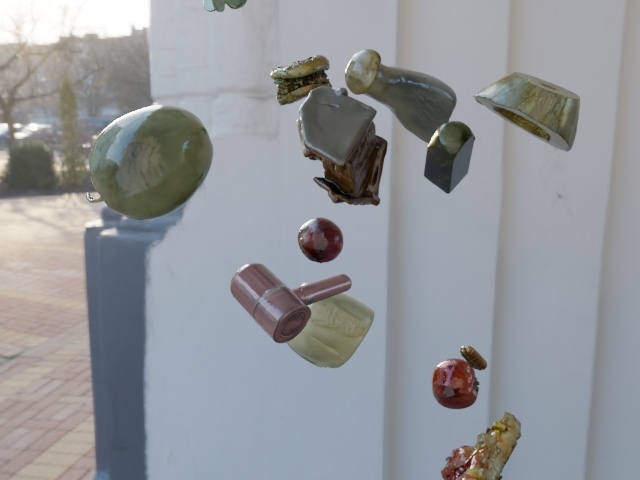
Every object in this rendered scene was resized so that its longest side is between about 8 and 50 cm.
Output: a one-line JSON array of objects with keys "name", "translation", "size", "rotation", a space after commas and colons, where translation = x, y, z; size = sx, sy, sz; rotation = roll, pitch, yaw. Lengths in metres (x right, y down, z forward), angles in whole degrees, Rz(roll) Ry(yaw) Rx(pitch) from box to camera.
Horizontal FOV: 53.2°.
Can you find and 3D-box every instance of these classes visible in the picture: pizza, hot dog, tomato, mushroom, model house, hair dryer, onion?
[{"name": "pizza", "translation": [0.348, 0.603, 1.574], "size": [0.130, 0.439, 0.406], "rotation": [35, -4, 18]}, {"name": "hot dog", "translation": [0.418, 0.325, 1.751], "size": [0.049, 0.037, 0.122], "rotation": [-9, -40, 43]}, {"name": "tomato", "translation": [0.388, 0.433, 1.864], "size": [0.139, 0.159, 0.091], "rotation": [-1, 19, 26]}, {"name": "mushroom", "translation": [0.203, -0.360, 1.591], "size": [0.329, 0.159, 0.122], "rotation": [14, -15, -37]}, {"name": "model house", "translation": [0.044, -0.194, 1.449], "size": [0.200, 0.229, 0.219], "rotation": [25, 59, 30]}, {"name": "hair dryer", "translation": [-0.055, 0.141, 1.773], "size": [0.353, 0.125, 0.210], "rotation": [-14, 43, -42]}, {"name": "onion", "translation": [0.000, 0.000, 1.758], "size": [0.131, 0.131, 0.131], "rotation": [1, 10, 0]}]

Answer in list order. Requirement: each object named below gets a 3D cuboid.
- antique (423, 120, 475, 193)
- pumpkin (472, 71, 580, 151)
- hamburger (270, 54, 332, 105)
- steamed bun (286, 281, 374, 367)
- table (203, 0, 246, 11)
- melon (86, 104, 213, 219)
[{"name": "antique", "translation": [0.298, -0.198, 1.477], "size": [0.080, 0.081, 0.221], "rotation": [39, -11, 18]}, {"name": "pumpkin", "translation": [0.415, -0.266, 1.238], "size": [0.218, 0.110, 0.217], "rotation": [30, 17, -10]}, {"name": "hamburger", "translation": [-0.061, -0.463, 1.822], "size": [0.186, 0.113, 0.177], "rotation": [12, 39, 44]}, {"name": "steamed bun", "translation": [0.023, 0.301, 2.194], "size": [0.291, 0.272, 0.273], "rotation": [20, -8, -3]}, {"name": "table", "translation": [-0.283, -0.694, 1.610], "size": [0.167, 0.166, 0.198], "rotation": [5, -12, 25]}, {"name": "melon", "translation": [-0.406, -0.186, 1.526], "size": [0.272, 0.307, 0.272], "rotation": [30, -10, 6]}]
